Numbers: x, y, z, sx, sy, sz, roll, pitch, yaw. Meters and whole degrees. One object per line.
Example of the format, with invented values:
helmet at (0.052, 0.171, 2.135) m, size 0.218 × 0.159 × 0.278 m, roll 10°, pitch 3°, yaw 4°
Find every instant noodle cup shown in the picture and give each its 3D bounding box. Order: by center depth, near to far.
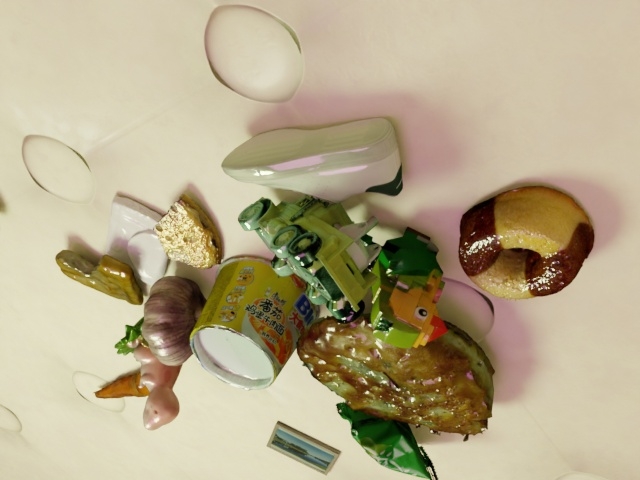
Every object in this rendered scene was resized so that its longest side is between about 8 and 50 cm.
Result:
instant noodle cup at (-0.122, 0.146, 1.350) m, size 0.205 × 0.153 × 0.205 m, roll 16°, pitch 135°, yaw 16°

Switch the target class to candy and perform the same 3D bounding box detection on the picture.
candy at (0.126, 0.358, 1.448) m, size 0.203 × 0.141 × 0.078 m, roll 33°, pitch 110°, yaw -10°

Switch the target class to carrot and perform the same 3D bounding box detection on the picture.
carrot at (-0.450, 0.336, 1.791) m, size 0.224 × 0.057 × 0.057 m, roll -21°, pitch 118°, yaw 44°

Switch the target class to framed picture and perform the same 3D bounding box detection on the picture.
framed picture at (-0.039, 0.446, 1.703) m, size 0.149 × 0.011 × 0.109 m, roll 25°, pitch 138°, yaw 4°

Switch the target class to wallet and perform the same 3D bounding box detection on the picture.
wallet at (-0.325, 0.006, 1.411) m, size 0.124 × 0.032 × 0.183 m, roll 29°, pitch 139°, yaw 3°

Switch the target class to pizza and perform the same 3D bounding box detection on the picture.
pizza at (-0.221, -0.012, 1.330) m, size 0.099 × 0.035 × 0.160 m, roll -8°, pitch 129°, yaw 17°

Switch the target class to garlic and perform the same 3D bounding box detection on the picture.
garlic at (-0.250, 0.138, 1.407) m, size 0.102 × 0.159 × 0.147 m, roll -5°, pitch 154°, yaw 25°

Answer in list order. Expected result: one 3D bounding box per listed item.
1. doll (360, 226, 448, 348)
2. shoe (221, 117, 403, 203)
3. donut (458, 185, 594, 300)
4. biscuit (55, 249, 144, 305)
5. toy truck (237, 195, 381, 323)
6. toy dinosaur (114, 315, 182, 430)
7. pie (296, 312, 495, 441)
doll at (0.112, 0.067, 1.135) m, size 0.134 × 0.186 × 0.106 m, roll 5°, pitch 140°, yaw -16°
shoe at (-0.009, -0.093, 1.100) m, size 0.265 × 0.095 × 0.110 m, roll -5°, pitch 130°, yaw 30°
donut at (0.270, 0.012, 1.068) m, size 0.184 × 0.073 × 0.166 m, roll -11°, pitch 128°, yaw 38°
biscuit at (-0.416, 0.057, 1.473) m, size 0.183 × 0.039 × 0.174 m, roll 22°, pitch 159°, yaw 9°
toy truck at (-0.004, 0.001, 1.131) m, size 0.128 × 0.135 × 0.259 m, roll 55°, pitch 164°, yaw -29°
toy dinosaur at (-0.300, 0.234, 1.492) m, size 0.177 × 0.194 × 0.152 m, roll 39°, pitch 169°, yaw 35°
pie at (0.127, 0.209, 1.289) m, size 0.288 × 0.103 × 0.354 m, roll -12°, pitch 135°, yaw 39°
